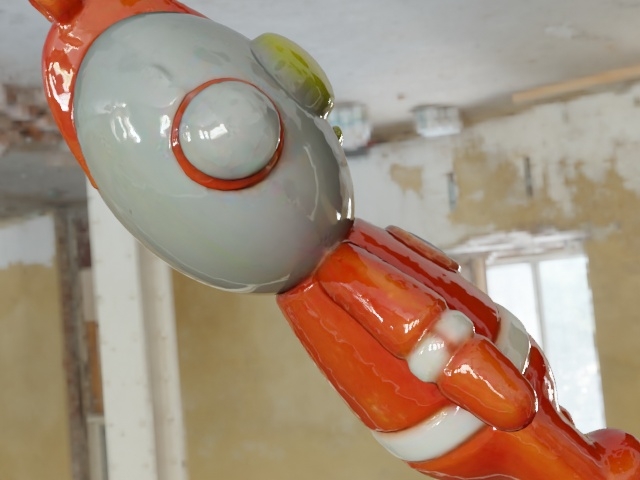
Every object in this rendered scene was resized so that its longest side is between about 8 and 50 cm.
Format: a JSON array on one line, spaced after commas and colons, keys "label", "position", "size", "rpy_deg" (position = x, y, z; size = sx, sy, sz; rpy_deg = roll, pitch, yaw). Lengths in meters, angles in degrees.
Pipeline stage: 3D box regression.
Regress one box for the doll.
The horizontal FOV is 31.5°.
[{"label": "doll", "position": [0.000, 0.000, 0.502], "size": [0.336, 0.105, 0.200], "rpy_deg": [42, 174, -9]}]
